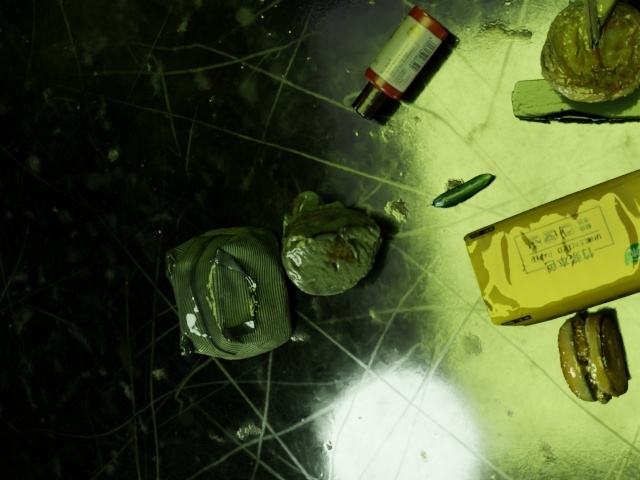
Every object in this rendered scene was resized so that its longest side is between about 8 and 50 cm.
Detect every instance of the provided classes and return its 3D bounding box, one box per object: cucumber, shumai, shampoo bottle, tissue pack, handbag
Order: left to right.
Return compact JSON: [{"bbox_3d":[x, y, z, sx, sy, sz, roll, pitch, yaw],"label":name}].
[{"bbox_3d":[-0.235,0.134,2.015,0.247,0.240,0.341,-10,88,28],"label":"handbag"},{"bbox_3d":[0.001,0.001,1.942,0.218,0.255,0.189,48,139,47],"label":"shumai"},{"bbox_3d":[0.177,-0.406,1.892,0.104,0.104,0.278,43,107,18],"label":"shampoo bottle"},{"bbox_3d":[0.324,-0.111,1.866,0.167,0.039,0.039,-29,79,20],"label":"cucumber"},{"bbox_3d":[0.526,0.026,1.642,0.381,0.293,0.228,-23,77,22],"label":"tissue pack"}]

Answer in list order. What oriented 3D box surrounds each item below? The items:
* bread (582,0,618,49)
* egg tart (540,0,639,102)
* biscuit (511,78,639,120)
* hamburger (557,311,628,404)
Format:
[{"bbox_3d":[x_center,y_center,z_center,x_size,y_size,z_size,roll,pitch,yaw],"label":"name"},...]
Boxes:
[{"bbox_3d":[0.515,-0.562,1.566,0.242,0.346,0.405,30,88,15],"label":"bread"},{"bbox_3d":[0.578,-0.392,1.701,0.231,0.098,0.252,-15,69,14],"label":"egg tart"},{"bbox_3d":[0.578,-0.306,1.750,0.322,0.038,0.099,3,89,25],"label":"biscuit"},{"bbox_3d":[0.571,0.252,1.691,0.118,0.182,0.191,-16,127,35],"label":"hamburger"}]
